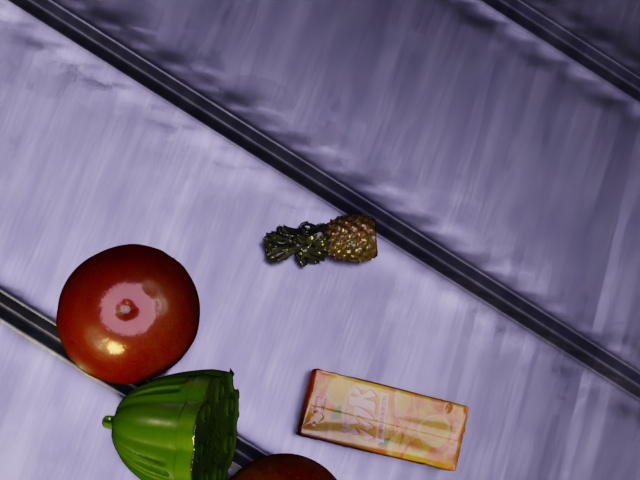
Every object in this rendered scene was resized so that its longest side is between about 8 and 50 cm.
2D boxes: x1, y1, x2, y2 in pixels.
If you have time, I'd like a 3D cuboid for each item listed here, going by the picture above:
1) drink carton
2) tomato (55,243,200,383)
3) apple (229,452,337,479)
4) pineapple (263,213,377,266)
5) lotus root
[{"bbox_3d":[0.086,0.249,1.942,0.223,0.071,0.096,14,81,-5],"label":"drink carton"},{"bbox_3d":[-0.257,0.098,1.879,0.195,0.136,0.195,1,82,-7],"label":"tomato"},{"bbox_3d":[-0.047,0.373,1.857,0.181,0.168,0.181,2,80,-14],"label":"apple"},{"bbox_3d":[0.000,0.000,1.967,0.159,0.074,0.074,-5,83,0],"label":"pineapple"},{"bbox_3d":[-0.212,0.251,1.865,0.186,0.186,0.186,1,82,-8],"label":"lotus root"}]
